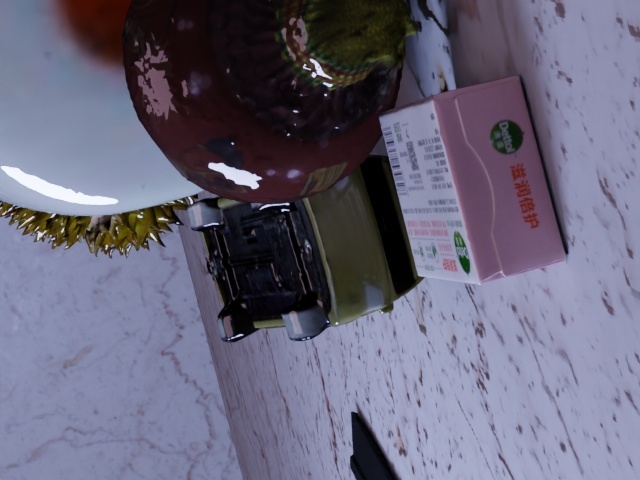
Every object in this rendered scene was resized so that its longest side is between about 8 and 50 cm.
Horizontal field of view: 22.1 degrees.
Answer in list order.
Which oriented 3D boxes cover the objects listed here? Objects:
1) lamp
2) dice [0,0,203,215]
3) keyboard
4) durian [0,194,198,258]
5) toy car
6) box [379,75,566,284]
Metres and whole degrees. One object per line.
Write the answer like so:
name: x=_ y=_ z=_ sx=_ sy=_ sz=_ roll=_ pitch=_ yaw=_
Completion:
lamp: x=-0.022 y=-0.098 z=0.846 sx=0.135 sy=0.156 sz=0.157 roll=3 pitch=74 yaw=55
dice: x=-0.136 y=-0.220 z=1.016 sx=0.304 sy=0.276 sz=0.304 roll=-115 pitch=9 yaw=-54
keyboard: x=0.055 y=0.214 z=1.392 sx=0.195 sy=0.018 sz=0.060 roll=-124 pitch=28 yaw=-64
durian: x=-0.245 y=-0.171 z=1.599 sx=0.384 sy=0.347 sz=0.348 roll=-127 pitch=22 yaw=-54
toy car: x=0.000 y=0.000 z=1.030 sx=0.256 sy=0.124 sz=0.101 roll=168 pitch=85 yaw=-72
box: x=0.069 y=-0.028 z=0.780 sx=0.125 sy=0.043 sz=0.089 roll=-168 pitch=64 yaw=-80
